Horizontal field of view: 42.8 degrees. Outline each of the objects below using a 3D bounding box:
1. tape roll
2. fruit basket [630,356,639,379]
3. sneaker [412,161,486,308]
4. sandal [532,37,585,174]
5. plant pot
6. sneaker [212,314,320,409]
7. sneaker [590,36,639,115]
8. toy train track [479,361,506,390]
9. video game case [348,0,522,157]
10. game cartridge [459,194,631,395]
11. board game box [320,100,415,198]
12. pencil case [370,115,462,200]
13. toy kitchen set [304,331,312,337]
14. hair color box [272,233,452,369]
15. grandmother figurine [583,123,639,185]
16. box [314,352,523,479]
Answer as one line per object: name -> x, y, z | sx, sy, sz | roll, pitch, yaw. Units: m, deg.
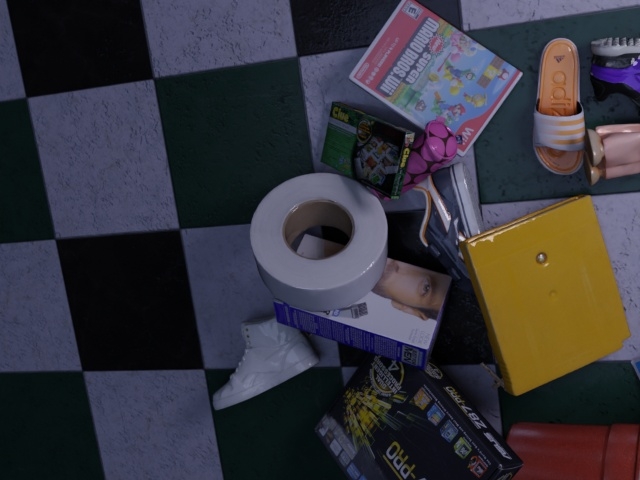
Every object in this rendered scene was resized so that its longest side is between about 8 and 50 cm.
tape roll -> 0.000, 0.000, 1.693 | 0.286, 0.286, 0.100 | 15, 150, 14
fruit basket -> 0.761, 0.334, 1.502 | 0.353, 0.165, 0.327 | -38, 73, 55
sneaker -> 0.282, 0.009, 1.681 | 0.127, 0.126, 0.321 | -17, 89, 18
sandal -> 0.457, -0.255, 1.582 | 0.102, 0.076, 0.265 | -2, 103, 19
plant pot -> 0.517, 0.486, 1.658 | 0.265, 0.272, 0.272 | 2, 104, 25
sneaker -> -0.158, 0.272, 1.909 | 0.292, 0.108, 0.169 | -30, 86, 18
sneaker -> 0.646, -0.295, 1.506 | 0.293, 0.102, 0.146 | 7, 112, 20
toy train track -> 0.379, 0.298, 1.777 | 0.083, 0.014, 0.048 | 45, 112, 4
video game case -> 0.228, -0.329, 1.639 | 0.285, 0.025, 0.204 | 36, 95, 7
game cartridge -> 0.448, 0.106, 1.614 | 0.285, 0.052, 0.324 | -20, 99, -12
board game box -> 0.090, -0.188, 1.662 | 0.259, 0.030, 0.136 | 35, 121, 50
pencil case -> 0.182, -0.161, 1.633 | 0.209, 0.095, 0.098 | -33, 56, 48
toy kitchen set -> -0.008, 0.206, 1.844 | 0.068, 0.083, 0.075 | 46, 112, 4
hair color box -> 0.090, 0.125, 1.729 | 0.339, 0.185, 0.110 | 17, 149, 13
grandmother figurine -> 0.667, -0.185, 1.499 | 0.342, 0.208, 0.104 | -8, 65, 9
box -> 0.193, 0.433, 1.734 | 0.395, 0.097, 0.318 | 50, 119, 36
